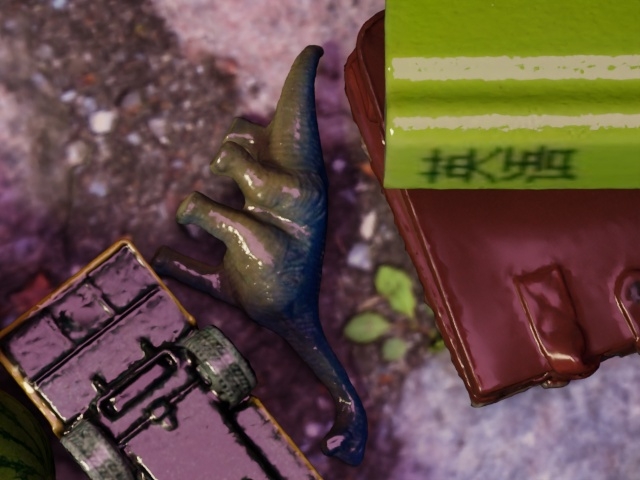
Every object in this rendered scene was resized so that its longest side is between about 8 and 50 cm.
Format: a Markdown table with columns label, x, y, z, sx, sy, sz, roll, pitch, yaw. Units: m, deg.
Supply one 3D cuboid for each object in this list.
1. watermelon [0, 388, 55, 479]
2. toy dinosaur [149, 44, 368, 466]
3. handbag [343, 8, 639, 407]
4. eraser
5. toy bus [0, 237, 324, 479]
| label | x | y | z | sx | sy | sz | roll | pitch | yaw |
| --- | --- | --- | --- | --- | --- | --- | --- | --- | --- |
| watermelon | -0.255 | 0.144 | 1.154 | 0.187 | 0.141 | 0.140 | 4 | 77 | 13 |
| toy dinosaur | 0.000 | 0.000 | 1.257 | 0.188 | 0.075 | 0.247 | 31 | 71 | -9 |
| handbag | 0.171 | -0.051 | 1.268 | 0.260 | 0.084 | 0.275 | -17 | 81 | -12 |
| eraser | 0.176 | -0.130 | 1.171 | 0.274 | 0.092 | 0.210 | 2 | 60 | 1 |
| toy bus | -0.059 | 0.165 | 1.172 | 0.121 | 0.123 | 0.335 | -38 | 85 | -13 |
